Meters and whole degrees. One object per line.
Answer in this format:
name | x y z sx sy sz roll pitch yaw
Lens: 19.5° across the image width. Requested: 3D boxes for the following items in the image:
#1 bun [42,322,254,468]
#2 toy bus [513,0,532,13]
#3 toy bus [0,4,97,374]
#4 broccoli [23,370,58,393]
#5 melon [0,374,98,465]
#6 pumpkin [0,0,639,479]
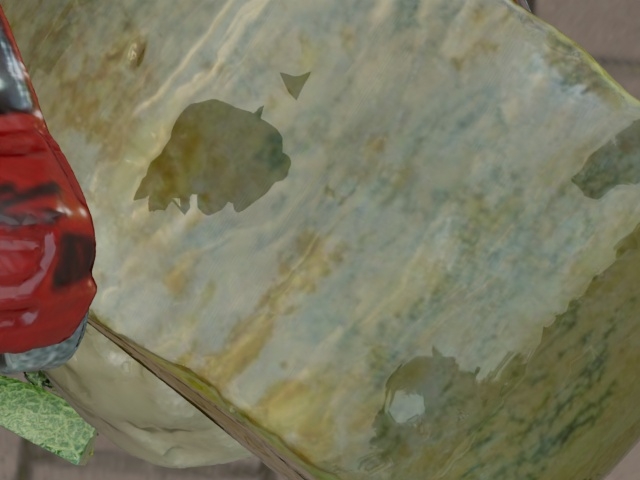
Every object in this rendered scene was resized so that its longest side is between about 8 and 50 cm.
bun | -0.095 -0.021 1.085 0.211 0.360 0.360 -35 80 2
toy bus | 0.047 -0.155 1.091 0.121 0.120 0.265 -28 77 23
toy bus | -0.119 -0.034 0.387 0.081 0.195 0.089 -1 107 -40
broccoli | -0.219 0.087 1.731 0.194 0.194 0.220 -33 98 -15
melon | -0.292 0.150 1.680 0.262 0.114 0.053 16 74 30
pumpkin | 0.000 0.000 0.733 0.332 0.332 0.199 31 89 3
